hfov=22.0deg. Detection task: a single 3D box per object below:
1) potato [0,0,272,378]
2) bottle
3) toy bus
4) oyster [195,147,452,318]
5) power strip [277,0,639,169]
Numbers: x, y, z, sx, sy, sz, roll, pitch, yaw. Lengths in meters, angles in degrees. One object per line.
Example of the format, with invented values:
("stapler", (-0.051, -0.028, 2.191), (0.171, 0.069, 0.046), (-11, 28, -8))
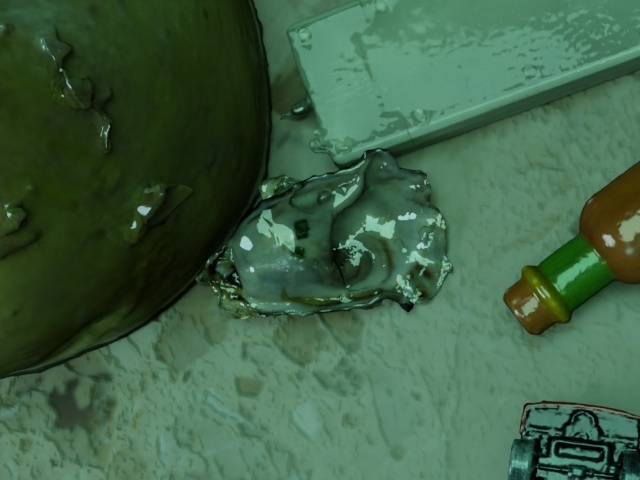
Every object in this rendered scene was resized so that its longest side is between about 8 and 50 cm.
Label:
("potato", (-0.256, -0.145, 1.011), (0.385, 0.319, 0.442), (-24, 75, 4))
("bottle", (0.198, -0.007, 1.030), (0.187, 0.069, 0.069), (-37, 77, 4))
("toy bus", (0.149, 0.197, 0.992), (0.081, 0.089, 0.195), (6, 81, 11))
("oyster", (0.000, -0.002, 1.064), (0.165, 0.053, 0.108), (-10, 110, -9))
("power strip", (0.143, -0.146, 1.074), (0.367, 0.043, 0.106), (-19, 78, 6))
